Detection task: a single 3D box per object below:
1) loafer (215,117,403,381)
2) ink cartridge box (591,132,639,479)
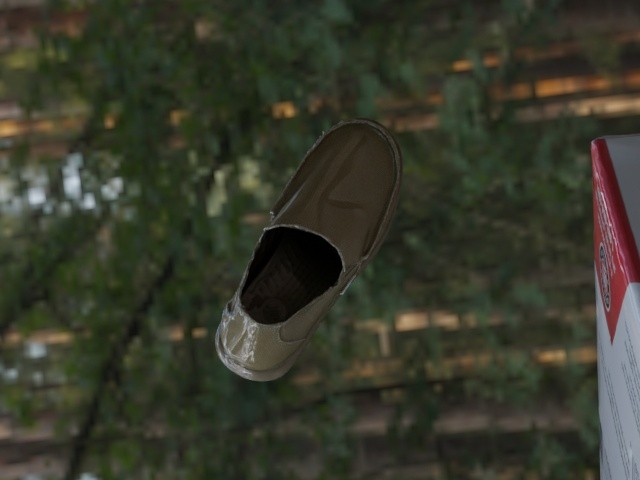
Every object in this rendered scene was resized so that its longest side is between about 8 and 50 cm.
[{"bbox_3d":[0.000,0.000,0.933,0.148,0.056,0.050,-64,-1,-21],"label":"loafer"},{"bbox_3d":[0.181,0.116,0.796,0.197,0.114,0.273,-93,-3,-54],"label":"ink cartridge box"}]
